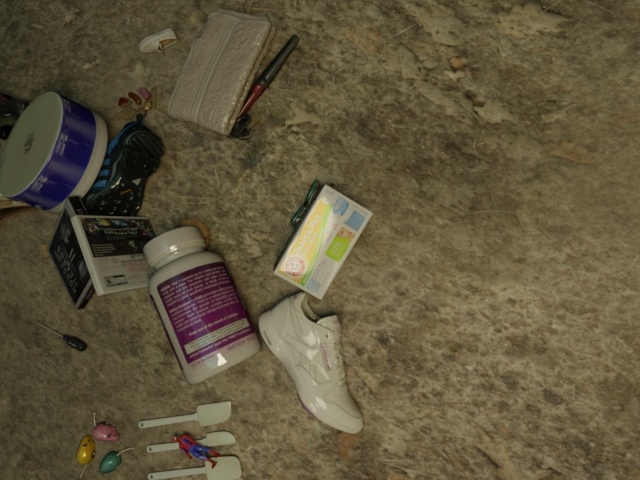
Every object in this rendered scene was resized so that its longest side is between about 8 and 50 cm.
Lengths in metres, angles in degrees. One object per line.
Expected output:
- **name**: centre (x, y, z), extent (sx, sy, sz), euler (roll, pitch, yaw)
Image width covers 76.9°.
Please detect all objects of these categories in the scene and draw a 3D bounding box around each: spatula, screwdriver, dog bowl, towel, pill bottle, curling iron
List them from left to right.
- **dog bowl**: centre (-0.625, -0.203, 0.938), extent (0.265, 0.104, 0.265), euler (-10, 69, 29)
- **screwdriver**: centre (-0.650, 0.233, 1.005), extent (0.170, 0.024, 0.025), euler (24, 121, 14)
- **spatula**: centre (-0.301, 0.468, 0.916), extent (0.242, 0.019, 0.168), euler (-14, 85, 11)
- **pill bottle**: centre (-0.257, 0.130, 0.853), extent (0.169, 0.169, 0.301), euler (-27, 82, 9)
- **towel**: centre (-0.231, -0.391, 0.925), extent (0.187, 0.049, 0.282), euler (24, 91, 25)
- **curling iron**: centre (-0.128, -0.345, 0.923), extent (0.068, 0.035, 0.274), euler (36, 95, 18)

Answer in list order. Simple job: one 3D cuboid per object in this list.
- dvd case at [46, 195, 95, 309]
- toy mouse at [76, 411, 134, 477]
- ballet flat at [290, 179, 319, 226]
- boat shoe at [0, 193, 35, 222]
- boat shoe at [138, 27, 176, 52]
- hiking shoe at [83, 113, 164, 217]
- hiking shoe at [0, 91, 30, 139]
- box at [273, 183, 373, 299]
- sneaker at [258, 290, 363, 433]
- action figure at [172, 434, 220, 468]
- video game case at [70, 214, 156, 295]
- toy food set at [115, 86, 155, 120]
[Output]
- **dvd case**: centre (-0.565, 0.036, 0.936), extent (0.238, 0.029, 0.179), euler (-40, 78, 38)
- **toy mouse**: centre (-0.513, 0.493, 0.952), extent (0.143, 0.031, 0.161), euler (0, 86, 12)
- **ballet flat**: centre (-0.024, -0.076, 0.888), extent (0.041, 0.041, 0.114), euler (31, 93, 12)
- **boat shoe**: centre (-0.881, -0.073, 1.021), extent (0.341, 0.121, 0.110), euler (-20, 82, 9)
- **boat shoe**: centre (-0.399, -0.483, 0.992), extent (0.100, 0.035, 0.035), euler (-23, 79, 3)
- **hiking shoe**: centre (-0.480, -0.144, 0.967), extent (0.304, 0.113, 0.132), euler (-50, 48, 11)
- **hiking shoe**: centre (-0.835, -0.326, 1.046), extent (0.227, 0.086, 0.114), euler (22, 88, 12)
- **box**: centre (0.000, 0.000, 0.825), extent (0.114, 0.103, 0.203), euler (29, 93, -8)
- **sneaker**: centre (0.003, 0.242, 0.817), extent (0.152, 0.114, 0.305), euler (-39, 80, 8)
- **action figure**: centre (-0.280, 0.461, 0.891), extent (0.115, 0.030, 0.038), euler (19, 92, 17)
- **video game case**: centre (-0.428, 0.027, 0.885), extent (0.022, 0.190, 0.173), euler (-27, 81, 22)
- **toy food set**: centre (-0.455, -0.341, 1.003), extent (0.122, 0.019, 0.078), euler (-2, 86, 19)
